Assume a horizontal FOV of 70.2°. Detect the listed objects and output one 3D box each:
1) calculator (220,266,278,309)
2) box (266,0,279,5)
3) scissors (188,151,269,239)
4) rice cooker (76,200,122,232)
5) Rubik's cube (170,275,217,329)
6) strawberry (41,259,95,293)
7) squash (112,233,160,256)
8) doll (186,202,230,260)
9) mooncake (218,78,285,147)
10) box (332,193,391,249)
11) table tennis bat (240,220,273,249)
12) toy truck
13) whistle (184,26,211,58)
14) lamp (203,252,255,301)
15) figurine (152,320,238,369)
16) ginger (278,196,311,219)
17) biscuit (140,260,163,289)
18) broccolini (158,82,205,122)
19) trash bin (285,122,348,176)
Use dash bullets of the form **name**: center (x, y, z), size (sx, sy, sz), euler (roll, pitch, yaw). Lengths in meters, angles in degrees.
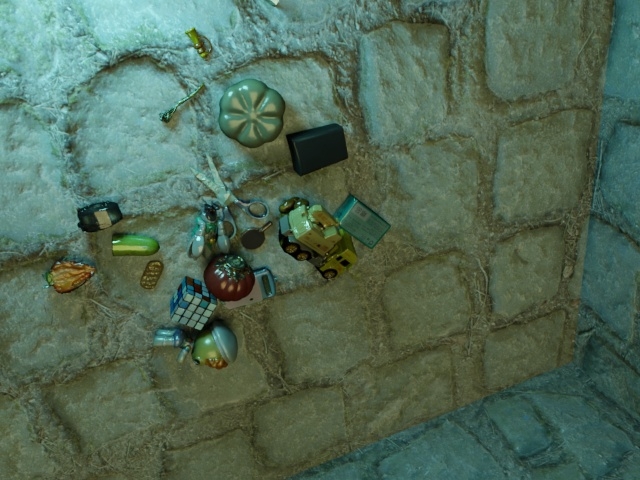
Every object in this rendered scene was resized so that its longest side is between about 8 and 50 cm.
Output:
- **calculator**: center (-0.340, 0.227, 2.152), size (0.293, 0.051, 0.173), euler (-16, 118, -11)
- **box**: center (-0.227, -0.898, 1.615), size (0.167, 0.090, 0.024), euler (29, 103, -28)
- **scissors**: center (-0.406, -0.196, 1.934), size (0.256, 0.029, 0.383), euler (-30, 118, 2)
- **rice cooker**: center (-0.865, -0.094, 1.781), size (0.165, 0.112, 0.106), euler (-10, 112, -14)
- **Rubik's cube**: center (-0.570, 0.281, 2.044), size (0.155, 0.151, 0.154), euler (27, 106, -28)
- **strawberry**: center (-1.026, 0.136, 1.855), size (0.192, 0.085, 0.140), euler (-44, 113, -1)
- **squash**: center (-0.764, 0.021, 1.888), size (0.188, 0.095, 0.095), euler (0, 115, -22)
- **doll**: center (-0.487, -0.016, 1.913), size (0.195, 0.153, 0.258), euler (-27, 137, -23)
- **mooncake**: center (-0.267, -0.494, 1.779), size (0.275, 0.135, 0.275), euler (-5, 115, -12)
- **box**: center (0.193, -0.087, 2.155), size (0.245, 0.092, 0.153), euler (34, 100, -30)
- **table tennis bat**: center (-0.272, -0.004, 2.022), size (0.170, 0.119, 0.107), euler (-42, 122, 6)
- **toy truck**: center (0.000, 0.000, 2.020), size (0.254, 0.181, 0.405), euler (-31, 136, 23)
- **whistle**: center (-0.444, -0.725, 1.666), size (0.046, 0.057, 0.109), euler (-1, 139, 32)
- **lamp**: center (-0.400, 0.168, 1.991), size (0.227, 0.227, 0.227), euler (-8, 117, -15)
- **figurine**: center (-0.570, 0.475, 2.096), size (0.381, 0.224, 0.205), euler (6, 110, -21)
- **ginger**: center (-0.115, -0.147, 2.034), size (0.162, 0.073, 0.103), euler (-14, 122, -6)
- **biscuit**: center (-0.741, 0.152, 1.997), size (0.071, 0.018, 0.147), euler (22, 105, -25)
- **broccolini**: center (-0.529, -0.529, 1.733), size (0.218, 0.042, 0.044), euler (-44, 119, -2)
- **trash bin**: center (-0.012, -0.392, 1.930), size (0.225, 0.115, 0.165), euler (-20, 119, -13)
